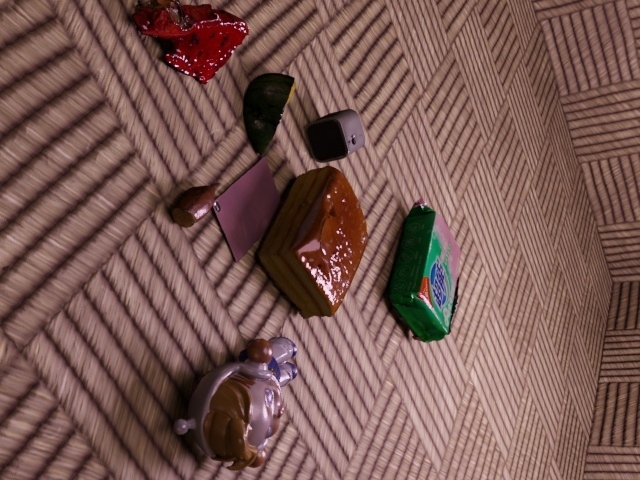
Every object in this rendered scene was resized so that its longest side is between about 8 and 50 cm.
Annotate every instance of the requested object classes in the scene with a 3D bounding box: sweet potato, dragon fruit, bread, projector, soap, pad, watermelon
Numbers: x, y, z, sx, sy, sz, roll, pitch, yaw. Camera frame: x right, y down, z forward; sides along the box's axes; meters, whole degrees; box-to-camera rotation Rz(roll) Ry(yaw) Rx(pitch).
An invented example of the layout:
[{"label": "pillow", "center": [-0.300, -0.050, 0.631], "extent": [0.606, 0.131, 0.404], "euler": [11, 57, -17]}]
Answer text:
[{"label": "sweet potato", "center": [-0.182, -0.060, 1.215], "extent": [0.117, 0.049, 0.049], "euler": [-51, 126, -50]}, {"label": "dragon fruit", "center": [-0.218, -0.322, 1.224], "extent": [0.092, 0.122, 0.192], "euler": [48, 27, 22]}, {"label": "bread", "center": [0.000, 0.000, 1.440], "extent": [0.184, 0.111, 0.234], "euler": [59, 38, -35]}, {"label": "projector", "center": [0.030, -0.205, 1.562], "extent": [0.082, 0.083, 0.083], "euler": [-38, 114, -55]}, {"label": "soap", "center": [0.240, 0.074, 1.833], "extent": [0.218, 0.098, 0.273], "euler": [50, 41, -33]}, {"label": "pad", "center": [-0.119, -0.056, 1.358], "extent": [0.188, 0.006, 0.113], "euler": [-51, 127, -51]}, {"label": "watermelon", "center": [-0.096, -0.246, 1.417], "extent": [0.092, 0.075, 0.181], "euler": [116, -6, -56]}]

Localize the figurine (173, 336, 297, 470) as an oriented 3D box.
[{"label": "figurine", "center": [-0.107, 0.220, 1.205], "extent": [0.274, 0.133, 0.193], "euler": [-66, 160, -50]}]
